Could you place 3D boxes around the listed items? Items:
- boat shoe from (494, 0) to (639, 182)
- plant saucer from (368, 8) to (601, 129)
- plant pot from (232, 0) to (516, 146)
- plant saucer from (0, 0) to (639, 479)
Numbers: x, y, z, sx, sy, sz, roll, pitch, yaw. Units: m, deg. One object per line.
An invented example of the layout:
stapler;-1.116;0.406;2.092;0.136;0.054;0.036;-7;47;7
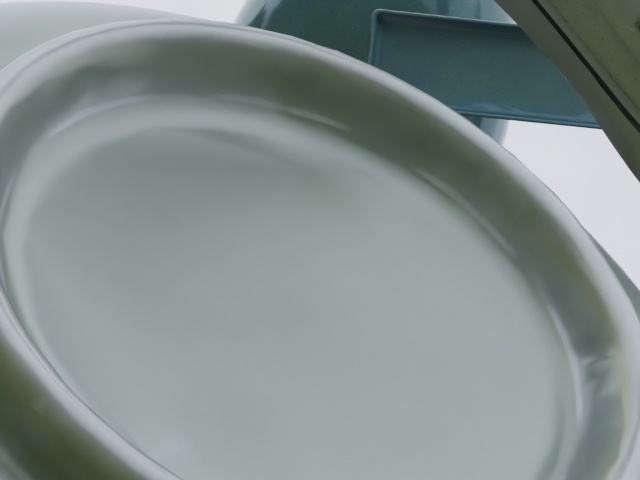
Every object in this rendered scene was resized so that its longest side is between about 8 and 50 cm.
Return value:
boat shoe;0.200;-0.098;0.726;0.367;0.136;0.156;48;-24;-4
plant saucer;0.127;-0.114;1.160;0.192;0.067;0.018;6;-3;-3
plant pot;0.072;-0.217;1.623;0.290;0.290;0.195;26;-71;12
plant saucer;-0.017;0.039;0.494;0.400;0.400;0.100;31;-53;1
